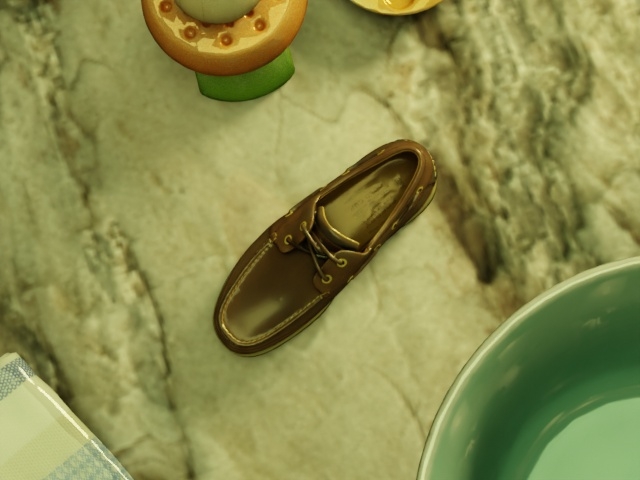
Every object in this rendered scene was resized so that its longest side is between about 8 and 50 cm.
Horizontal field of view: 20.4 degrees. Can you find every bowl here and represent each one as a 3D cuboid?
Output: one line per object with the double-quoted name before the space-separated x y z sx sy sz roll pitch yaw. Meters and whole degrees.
"bowl" 0.204 0.169 1.027 0.311 0.163 0.311 0 83 1

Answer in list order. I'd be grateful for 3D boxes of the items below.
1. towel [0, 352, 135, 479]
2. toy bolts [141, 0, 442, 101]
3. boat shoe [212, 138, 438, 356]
"towel" -0.177 0.234 1.089 0.209 0.034 0.285 -42 85 -7
"toy bolts" -0.023 -0.227 1.088 0.218 0.158 0.228 -18 82 -2
"boat shoe" 0.001 0.000 1.105 0.178 0.060 0.064 -43 84 -5
